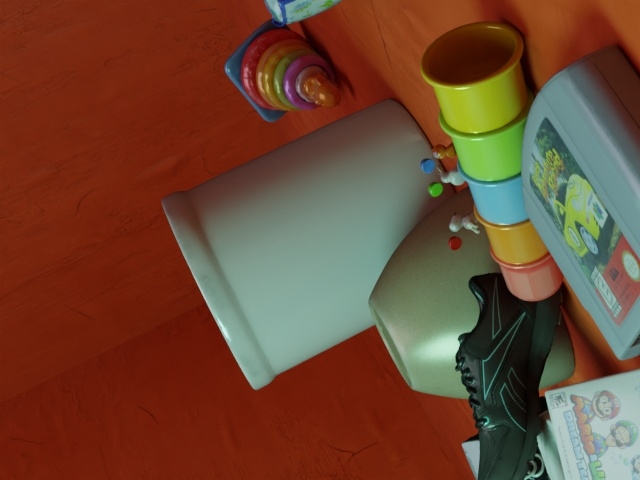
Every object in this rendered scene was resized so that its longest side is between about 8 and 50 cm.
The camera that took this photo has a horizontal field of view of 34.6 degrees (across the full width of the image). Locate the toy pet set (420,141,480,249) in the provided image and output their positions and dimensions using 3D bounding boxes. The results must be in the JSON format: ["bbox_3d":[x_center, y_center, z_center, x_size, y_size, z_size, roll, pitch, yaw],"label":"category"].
[{"bbox_3d":[0.155,-0.073,1.113,0.065,0.114,0.122,43,160,52],"label":"toy pet set"}]

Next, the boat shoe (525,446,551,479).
[{"bbox_3d":[0.262,0.310,1.281,0.079,0.254,0.095,39,155,-11],"label":"boat shoe"}]

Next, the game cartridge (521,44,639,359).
[{"bbox_3d":[0.236,-0.025,0.847,0.294,0.060,0.196,75,172,-68],"label":"game cartridge"}]

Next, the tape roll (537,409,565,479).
[{"bbox_3d":[0.345,0.296,1.105,0.286,0.100,0.286,63,176,7],"label":"tape roll"}]

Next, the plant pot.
[{"bbox_3d":[0.175,0.096,1.347,0.284,0.191,0.284,63,175,10],"label":"plant pot"}]

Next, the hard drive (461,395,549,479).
[{"bbox_3d":[0.315,0.348,1.372,0.254,0.172,0.054,62,151,9],"label":"hard drive"}]

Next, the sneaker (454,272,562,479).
[{"bbox_3d":[0.197,0.162,1.156,0.101,0.106,0.267,102,-178,-72],"label":"sneaker"}]

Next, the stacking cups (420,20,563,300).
[{"bbox_3d":[0.187,-0.067,1.025,0.096,0.096,0.316,59,178,47],"label":"stacking cups"}]

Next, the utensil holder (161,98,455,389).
[{"bbox_3d":[0.000,0.000,1.583,0.327,0.386,0.327,64,175,10],"label":"utensil holder"}]

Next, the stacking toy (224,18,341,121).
[{"bbox_3d":[-0.038,-0.307,1.962,0.175,0.166,0.302,49,173,-31],"label":"stacking toy"}]

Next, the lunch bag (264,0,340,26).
[{"bbox_3d":[-0.013,-0.350,1.390,0.096,0.129,0.151,65,176,-20],"label":"lunch bag"}]

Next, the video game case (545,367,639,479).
[{"bbox_3d":[0.287,0.203,0.958,0.143,0.019,0.157,-24,71,46],"label":"video game case"}]
